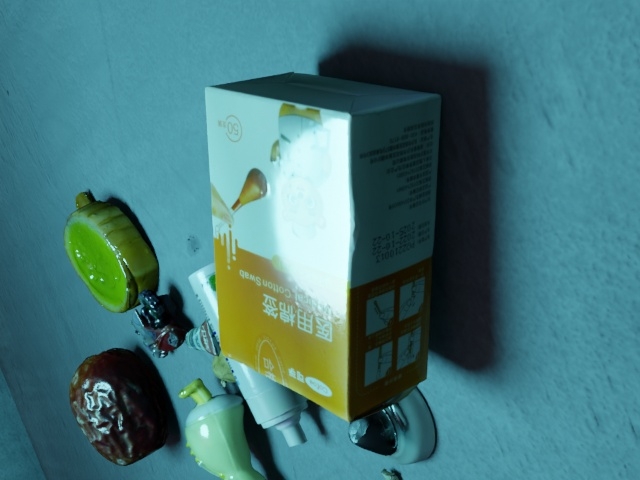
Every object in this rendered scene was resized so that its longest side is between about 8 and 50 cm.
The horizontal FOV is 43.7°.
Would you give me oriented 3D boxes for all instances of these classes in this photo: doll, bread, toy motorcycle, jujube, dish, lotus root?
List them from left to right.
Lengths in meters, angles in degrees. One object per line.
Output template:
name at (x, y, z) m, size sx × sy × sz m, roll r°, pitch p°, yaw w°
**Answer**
bread at (-0.479, -0.059, 1.663) m, size 0.083 × 0.036 × 0.047 m, roll 51°, pitch 144°, yaw 17°
bread at (-0.415, 0.035, 1.570) m, size 0.236 × 0.070 × 0.236 m, roll 27°, pitch 132°, yaw 34°
jujube at (-0.426, 0.350, 1.695) m, size 0.183 × 0.183 × 0.243 m, roll -30°, pitch 84°, yaw 56°
toy motorcycle at (-0.304, 0.171, 1.521) m, size 0.122 × 0.082 × 0.213 m, roll 56°, pitch 157°, yaw 15°
doll at (-0.163, 0.379, 1.381) m, size 0.141 × 0.117 × 0.296 m, roll 133°, pitch 120°, yaw -67°
lotus root at (-0.146, 0.198, 1.326) m, size 0.072 × 0.063 × 0.152 m, roll 44°, pitch 138°, yaw 15°
dish at (0.071, 0.238, 1.031) m, size 0.141 × 0.078 × 0.141 m, roll 31°, pitch 131°, yaw 42°

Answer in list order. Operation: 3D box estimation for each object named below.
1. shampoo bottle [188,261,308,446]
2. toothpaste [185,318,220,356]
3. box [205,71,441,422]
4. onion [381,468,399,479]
shampoo bottle at (-0.098, 0.173, 1.217) m, size 0.092 × 0.092 × 0.303 m, roll -35°, pitch 79°, yaw 56°
toothpaste at (-0.196, 0.164, 1.342) m, size 0.239 × 0.039 × 0.062 m, roll 154°, pitch 100°, yaw -72°
box at (0.000, 0.000, 0.886) m, size 0.225 × 0.143 × 0.341 m, roll 19°, pitch 119°, yaw 41°
onion at (0.103, 0.510, 1.021) m, size 0.256 × 0.272 × 0.230 m, roll 24°, pitch 139°, yaw 39°
